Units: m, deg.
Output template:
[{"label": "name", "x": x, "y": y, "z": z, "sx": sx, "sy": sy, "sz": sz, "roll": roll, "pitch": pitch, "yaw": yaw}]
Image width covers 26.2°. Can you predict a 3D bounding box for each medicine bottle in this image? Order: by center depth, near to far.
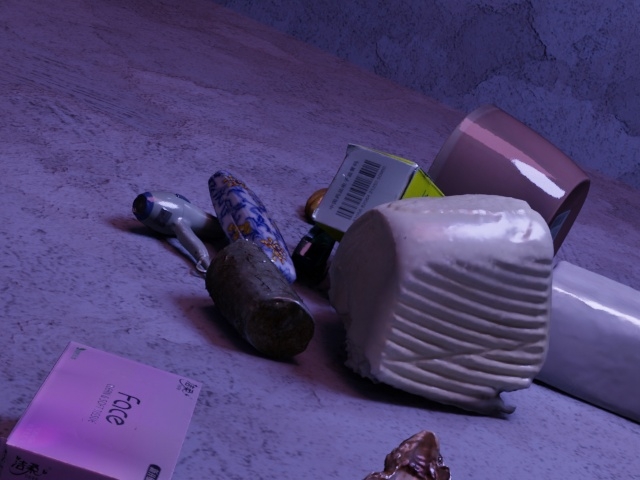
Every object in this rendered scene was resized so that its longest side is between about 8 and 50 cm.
[{"label": "medicine bottle", "x": 0.119, "y": -0.023, "z": 2.062, "sx": 0.141, "sy": 0.137, "sz": 0.250, "roll": 23, "pitch": -10, "yaw": 39}]

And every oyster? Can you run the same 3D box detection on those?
[{"label": "oyster", "x": 0.069, "y": 0.286, "z": 1.323, "sx": 0.161, "sy": 0.107, "sz": 0.233, "roll": 25, "pitch": 35, "yaw": 1}]

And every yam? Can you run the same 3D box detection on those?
[{"label": "yam", "x": -0.082, "y": 0.075, "z": 1.784, "sx": 0.107, "sy": 0.107, "sz": 0.183, "roll": 9, "pitch": 21, "yaw": -32}]

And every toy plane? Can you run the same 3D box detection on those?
[{"label": "toy plane", "x": 0.000, "y": 0.000, "z": 2.109, "sx": 0.060, "sy": 0.096, "sz": 0.235, "roll": 23, "pitch": 19, "yaw": 9}]

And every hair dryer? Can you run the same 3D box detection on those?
[{"label": "hair dryer", "x": -0.168, "y": 0.000, "z": 2.022, "sx": 0.199, "sy": 0.067, "sz": 0.167, "roll": 42, "pitch": 20, "yaw": 28}]

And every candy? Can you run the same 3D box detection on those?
[{"label": "candy", "x": 0.468, "y": 0.164, "z": 2.034, "sx": 0.358, "sy": 0.145, "sz": 0.208, "roll": 23, "pitch": 17, "yaw": 7}]

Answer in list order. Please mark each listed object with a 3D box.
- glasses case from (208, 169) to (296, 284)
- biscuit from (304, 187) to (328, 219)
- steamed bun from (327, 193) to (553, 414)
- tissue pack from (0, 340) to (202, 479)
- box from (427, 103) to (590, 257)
[{"label": "glasses case", "x": -0.105, "y": -0.019, "z": 2.049, "sx": 0.087, "sy": 0.065, "sz": 0.248, "roll": 32, "pitch": 19, "yaw": -40}, {"label": "biscuit", "x": 0.048, "y": -0.056, "z": 2.408, "sx": 0.183, "sy": 0.061, "sz": 0.118, "roll": 8, "pitch": 19, "yaw": -32}, {"label": "steamed bun", "x": 0.146, "y": 0.056, "z": 1.842, "sx": 0.290, "sy": 0.273, "sz": 0.272, "roll": 3, "pitch": 18, "yaw": -31}, {"label": "tissue pack", "x": -0.207, "y": 0.193, "z": 1.277, "sx": 0.148, "sy": 0.092, "sz": 0.246, "roll": 18, "pitch": 17, "yaw": -3}, {"label": "box", "x": 0.303, "y": -0.058, "z": 2.314, "sx": 0.216, "sy": 0.301, "sz": 0.301, "roll": 30, "pitch": 19, "yaw": 18}]
